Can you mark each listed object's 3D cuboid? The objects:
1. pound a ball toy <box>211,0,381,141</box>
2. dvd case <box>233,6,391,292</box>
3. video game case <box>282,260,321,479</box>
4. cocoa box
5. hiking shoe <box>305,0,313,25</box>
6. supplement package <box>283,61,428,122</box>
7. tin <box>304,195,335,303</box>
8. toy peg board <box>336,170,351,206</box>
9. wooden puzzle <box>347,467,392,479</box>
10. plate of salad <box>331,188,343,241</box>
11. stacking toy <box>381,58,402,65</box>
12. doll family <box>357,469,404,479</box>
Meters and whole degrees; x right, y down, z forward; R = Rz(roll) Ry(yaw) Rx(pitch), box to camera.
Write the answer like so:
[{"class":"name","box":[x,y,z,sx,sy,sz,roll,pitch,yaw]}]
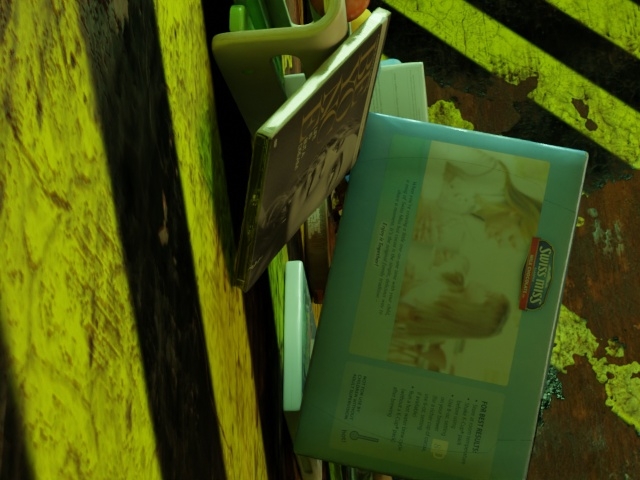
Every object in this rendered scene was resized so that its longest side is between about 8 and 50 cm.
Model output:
[{"class":"pound a ball toy","box":[-0.019,-0.231,1.038,0.319,0.136,0.208,70,16,-74]},{"class":"dvd case","box":[-0.005,-0.078,0.964,0.221,0.018,0.164,-52,161,-45]},{"class":"video game case","box":[-0.019,0.156,1.312,0.183,0.023,0.201,80,7,-50]},{"class":"cocoa box","box":[0.126,0.071,1.187,0.228,0.232,0.347,43,59,-80]},{"class":"hiking shoe","box":[0.019,-0.295,1.906,0.132,0.113,0.304,145,-62,-61]},{"class":"supplement package","box":[0.048,-0.171,1.488,0.105,0.179,0.105,-64,148,-80]},{"class":"tin","box":[0.000,0.000,1.611,0.106,0.040,0.189,85,3,-58]},{"class":"toy peg board","box":[0.035,-0.101,1.655,0.161,0.079,0.160,74,-6,-65]},{"class":"wooden puzzle","box":[0.107,0.314,1.763,0.348,0.081,0.322,-82,-174,-62]},{"class":"plate of salad","box":[0.043,-0.060,1.834,0.200,0.048,0.199,16,90,-78]},{"class":"stacking toy","box":[0.090,-0.271,2.402,0.302,0.166,0.175,-147,-140,-82]},{"class":"doll family","box":[0.041,0.183,1.425,0.163,0.118,0.262,-105,-175,-82]}]
